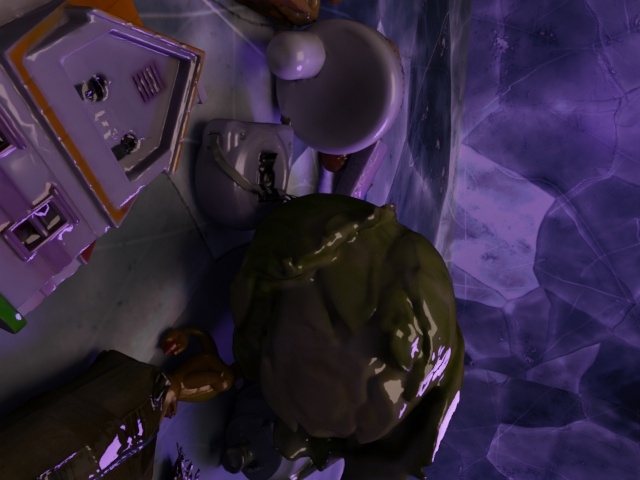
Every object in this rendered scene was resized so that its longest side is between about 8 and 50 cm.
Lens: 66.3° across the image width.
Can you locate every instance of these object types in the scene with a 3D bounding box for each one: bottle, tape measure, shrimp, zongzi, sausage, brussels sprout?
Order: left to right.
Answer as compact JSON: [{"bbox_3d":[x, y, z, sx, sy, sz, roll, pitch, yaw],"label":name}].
[{"bbox_3d":[-0.284,0.293,0.535,0.251,0.125,0.274,-26,128,-62],"label":"zongzi"},{"bbox_3d":[-0.221,0.393,0.787,0.065,0.057,0.165,-7,116,-49],"label":"shrimp"},{"bbox_3d":[-0.109,-0.105,0.779,0.196,0.105,0.178,-33,129,-60],"label":"tape measure"},{"bbox_3d":[-0.040,0.348,0.990,0.352,0.229,0.229,-7,105,-57],"label":"bottle"},{"bbox_3d":[0.059,0.129,0.793,0.361,0.342,0.425,-38,122,-55],"label":"brussels sprout"},{"bbox_3d":[0.099,-0.259,1.194,0.326,0.087,0.079,-51,155,-47],"label":"sausage"}]

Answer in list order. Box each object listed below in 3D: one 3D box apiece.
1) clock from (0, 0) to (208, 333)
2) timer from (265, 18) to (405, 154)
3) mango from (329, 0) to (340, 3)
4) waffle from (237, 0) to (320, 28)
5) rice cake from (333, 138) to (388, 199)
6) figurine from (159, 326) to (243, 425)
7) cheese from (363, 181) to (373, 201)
[{"bbox_3d":[-0.238,-0.118,0.424,0.309,0.166,0.235,-52,145,-33],"label":"clock"},{"bbox_3d":[0.025,-0.266,0.856,0.240,0.234,0.233,-41,135,-59],"label":"timer"},{"bbox_3d":[0.018,-0.512,0.923,0.184,0.085,0.102,-11,109,-70],"label":"mango"},{"bbox_3d":[-0.091,-0.459,0.694,0.328,0.098,0.224,-10,110,-67],"label":"waffle"},{"bbox_3d":[0.055,-0.082,1.096,0.365,0.056,0.073,-62,151,3],"label":"rice cake"},{"bbox_3d":[-0.208,0.192,0.716,0.176,0.121,0.122,-13,83,-54],"label":"figurine"},{"bbox_3d":[0.094,-0.107,1.269,0.156,0.064,0.250,-55,158,-30],"label":"cheese"}]
